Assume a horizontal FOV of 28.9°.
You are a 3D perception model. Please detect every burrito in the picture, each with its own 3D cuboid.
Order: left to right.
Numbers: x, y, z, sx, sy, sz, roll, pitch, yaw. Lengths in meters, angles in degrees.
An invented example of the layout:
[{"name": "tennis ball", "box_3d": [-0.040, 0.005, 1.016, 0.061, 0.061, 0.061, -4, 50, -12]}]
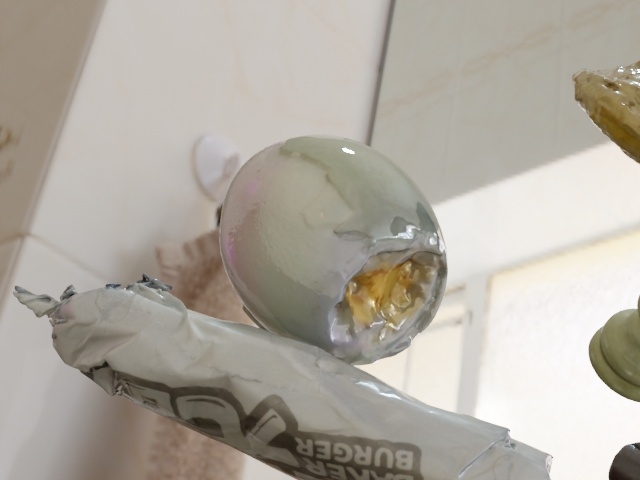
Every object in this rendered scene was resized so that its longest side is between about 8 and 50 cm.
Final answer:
[{"name": "burrito", "box_3d": [-0.034, 0.121, 0.947, 0.445, 0.101, 0.139, 21, -9, 14]}]

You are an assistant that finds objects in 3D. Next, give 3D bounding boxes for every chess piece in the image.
[{"name": "chess piece", "box_3d": [0.508, 0.113, 1.798, 0.144, 0.144, 0.251, 16, -41, -8]}]

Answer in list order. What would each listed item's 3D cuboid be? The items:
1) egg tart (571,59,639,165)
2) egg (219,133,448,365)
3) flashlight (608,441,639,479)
[{"name": "egg tart", "box_3d": [0.384, -0.089, 1.147, 0.319, 0.319, 0.128, 29, -75, -26]}, {"name": "egg", "box_3d": [0.000, 0.000, 1.069, 0.217, 0.183, 0.183, 34, -10, 45]}, {"name": "flashlight", "box_3d": [0.503, 0.353, 1.494, 0.103, 0.103, 0.424, 33, -4, -31]}]
